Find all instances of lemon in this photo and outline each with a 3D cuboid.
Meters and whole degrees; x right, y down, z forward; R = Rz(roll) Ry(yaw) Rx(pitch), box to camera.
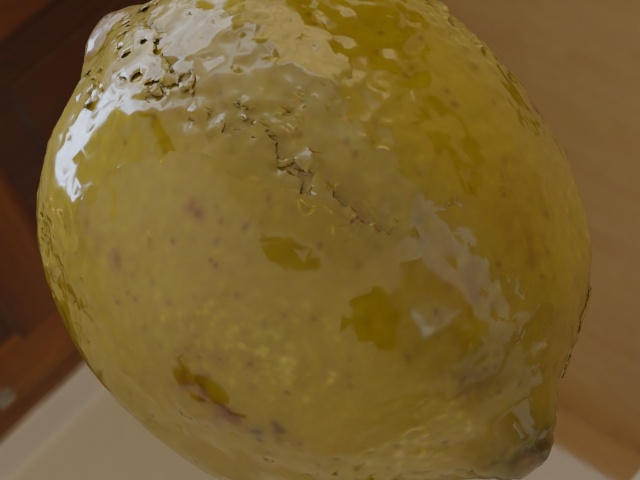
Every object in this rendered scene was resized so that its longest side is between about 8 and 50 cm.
[{"bbox_3d":[0.000,0.000,0.756,0.310,0.258,0.258,42,159,15],"label":"lemon"}]
